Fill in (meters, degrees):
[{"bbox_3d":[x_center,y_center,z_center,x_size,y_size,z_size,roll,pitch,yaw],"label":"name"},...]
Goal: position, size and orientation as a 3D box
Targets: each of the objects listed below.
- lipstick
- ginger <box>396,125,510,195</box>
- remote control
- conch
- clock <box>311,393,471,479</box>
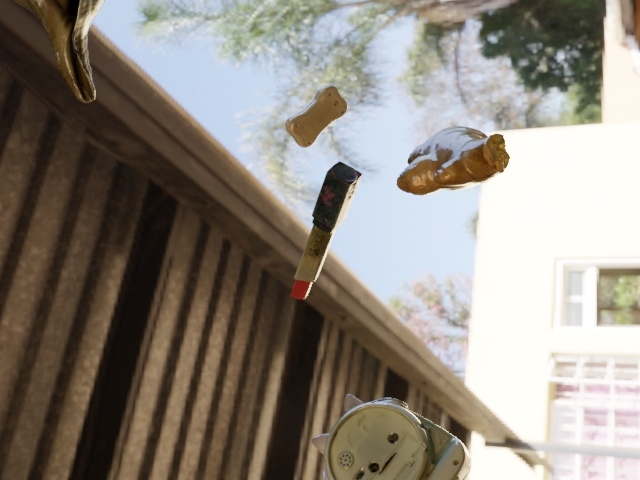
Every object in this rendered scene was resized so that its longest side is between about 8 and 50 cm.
[{"bbox_3d":[0.000,0.000,1.603,0.051,0.051,0.312,-47,-18,-49],"label":"lipstick"},{"bbox_3d":[0.280,-0.183,1.943,0.375,0.236,0.166,15,-106,-82],"label":"ginger"},{"bbox_3d":[-0.008,-0.230,1.658,0.122,0.032,0.074,-43,-48,-4],"label":"remote control"},{"bbox_3d":[-0.408,-0.420,1.432,0.170,0.203,0.386,-36,-84,-42],"label":"conch"},{"bbox_3d":[0.129,0.465,1.896,0.265,0.324,0.108,-52,-30,-8],"label":"clock"}]
